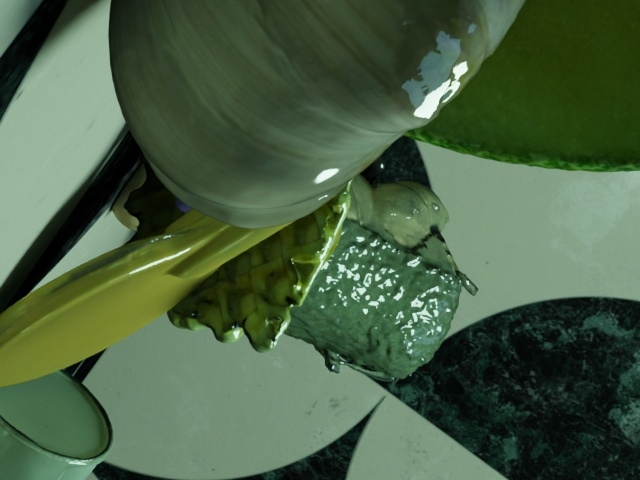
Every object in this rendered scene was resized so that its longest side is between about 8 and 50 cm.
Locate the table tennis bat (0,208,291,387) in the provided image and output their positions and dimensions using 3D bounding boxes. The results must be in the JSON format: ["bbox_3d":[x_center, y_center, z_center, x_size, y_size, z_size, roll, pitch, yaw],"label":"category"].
[{"bbox_3d":[-0.118,0.024,1.207,0.321,0.050,0.198,-34,166,20],"label":"table tennis bat"}]

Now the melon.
[{"bbox_3d":[0.151,-0.166,0.885,0.331,0.343,0.226,-38,156,-33],"label":"melon"}]

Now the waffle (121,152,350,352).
[{"bbox_3d":[-0.064,-0.030,1.329,0.054,0.204,0.223,21,97,-56],"label":"waffle"}]

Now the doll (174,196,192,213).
[{"bbox_3d":[-0.091,-0.076,1.211,0.206,0.067,0.110,39,56,-81],"label":"doll"}]

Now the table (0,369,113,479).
[{"bbox_3d":[-0.273,0.206,1.325,0.220,0.126,0.126,-52,-178,19],"label":"table"}]

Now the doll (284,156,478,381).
[{"bbox_3d":[0.000,0.000,1.856,0.247,0.349,0.247,-55,-179,2],"label":"doll"}]

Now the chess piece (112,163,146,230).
[{"bbox_3d":[-0.147,-0.046,1.472,0.083,0.038,0.083,-55,-176,5],"label":"chess piece"}]

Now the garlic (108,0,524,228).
[{"bbox_3d":[0.000,-0.114,0.725,0.228,0.152,0.228,-49,-170,11],"label":"garlic"}]
